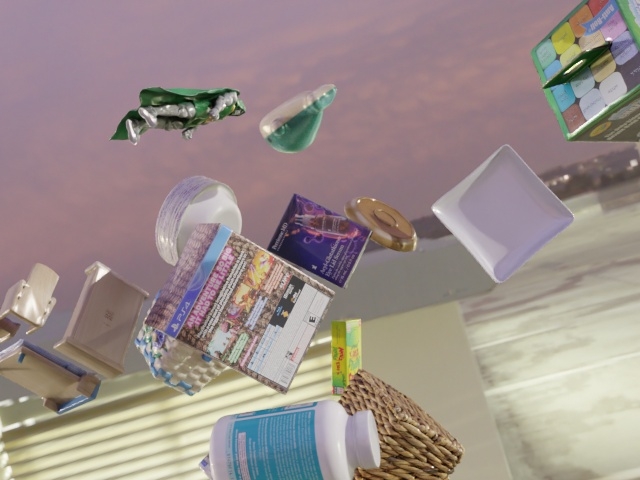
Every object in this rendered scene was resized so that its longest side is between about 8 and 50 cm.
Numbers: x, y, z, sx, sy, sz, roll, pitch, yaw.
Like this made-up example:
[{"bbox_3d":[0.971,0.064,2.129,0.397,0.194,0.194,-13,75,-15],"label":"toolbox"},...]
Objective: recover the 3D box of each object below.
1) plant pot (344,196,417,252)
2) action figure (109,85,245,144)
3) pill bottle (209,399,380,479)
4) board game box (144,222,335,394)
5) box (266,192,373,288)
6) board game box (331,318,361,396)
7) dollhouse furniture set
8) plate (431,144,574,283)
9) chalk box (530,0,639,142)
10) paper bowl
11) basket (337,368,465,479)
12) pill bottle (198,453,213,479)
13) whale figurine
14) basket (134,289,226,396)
[{"bbox_3d":[0.176,-0.054,2.069,0.236,0.236,0.032,-13,-40,-56],"label":"plant pot"},{"bbox_3d":[-0.192,-0.195,1.119,0.137,0.064,0.232,-28,-2,38],"label":"action figure"},{"bbox_3d":[-0.039,0.345,1.216,0.263,0.146,0.146,-11,-1,11],"label":"pill bottle"},{"bbox_3d":[-0.159,0.135,1.479,0.291,0.232,0.141,33,-14,-24],"label":"board game box"},{"bbox_3d":[0.000,0.000,1.732,0.207,0.153,0.108,25,3,5],"label":"box"},{"bbox_3d":[0.065,0.288,1.825,0.043,0.182,0.092,-2,-2,26],"label":"board game box"},{"bbox_3d":[-0.563,0.185,1.534,0.303,0.198,0.286,-29,-53,33],"label":"dollhouse furniture set"},{"bbox_3d":[0.485,-0.069,1.972,0.277,0.278,0.045,-40,-10,-4],"label":"plate"},{"bbox_3d":[0.462,-0.270,1.140,0.288,0.179,0.180,-3,-23,-31],"label":"chalk box"},{"bbox_3d":[-0.345,-0.040,2.195,0.148,0.285,0.284,21,17,27],"label":"paper bowl"},{"bbox_3d":[0.134,0.435,1.502,0.223,0.213,0.299,-56,15,-2],"label":"basket"},{"bbox_3d":[-0.219,0.517,1.768,0.137,0.078,0.078,-42,7,-19],"label":"pill bottle"},{"bbox_3d":[-0.047,-0.333,2.042,0.272,0.141,0.216,-22,15,50],"label":"whale figurine"},{"bbox_3d":[-0.290,0.199,1.742,0.289,0.201,0.254,-50,36,-3],"label":"basket"}]
